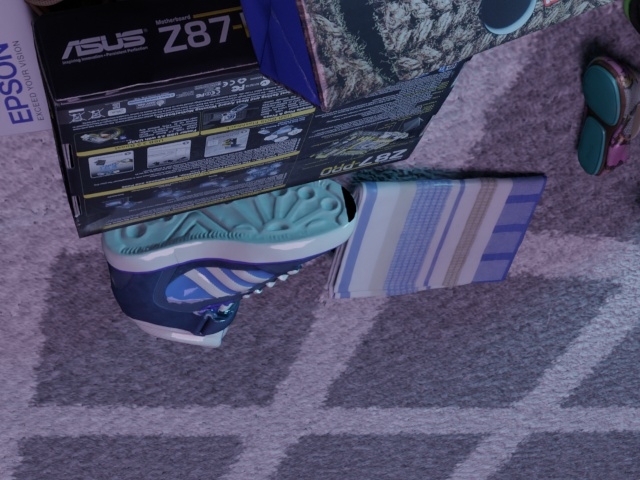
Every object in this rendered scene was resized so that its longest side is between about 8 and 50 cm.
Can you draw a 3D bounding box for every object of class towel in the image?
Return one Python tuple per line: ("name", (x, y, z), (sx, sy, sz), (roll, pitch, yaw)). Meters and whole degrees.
("towel", (0.155, -0.007, 1.354), (0.285, 0.034, 0.209), (-4, 135, -20))

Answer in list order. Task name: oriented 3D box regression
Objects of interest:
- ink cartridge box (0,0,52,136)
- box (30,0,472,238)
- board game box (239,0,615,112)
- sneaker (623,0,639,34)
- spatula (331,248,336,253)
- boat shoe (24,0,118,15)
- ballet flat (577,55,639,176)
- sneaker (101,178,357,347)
("ink cartridge box", (-0.432, -0.218, 0.887), (0.330, 0.071, 0.324), (-10, 136, -5))
("box", (-0.064, -0.135, 0.973), (0.394, 0.097, 0.318), (-14, 162, -14))
("board game box", (0.078, -0.263, 0.734), (0.291, 0.141, 0.232), (-24, 119, -15))
("sneaker", (0.490, -0.175, 1.118), (0.185, 0.202, 0.483), (-29, 140, 20))
("spatula", (0.000, 0.000, 1.345), (0.296, 0.030, 0.084), (23, 130, -37))
("boat shoe", (-0.210, -0.245, 0.780), (0.123, 0.117, 0.324), (7, 176, 2))
("ballet flat", (0.365, -0.162, 1.218), (0.079, 0.077, 0.221), (-29, 148, -8))
("sneaker", (-0.108, 0.038, 1.276), (0.322, 0.130, 0.236), (-9, 143, -1))
